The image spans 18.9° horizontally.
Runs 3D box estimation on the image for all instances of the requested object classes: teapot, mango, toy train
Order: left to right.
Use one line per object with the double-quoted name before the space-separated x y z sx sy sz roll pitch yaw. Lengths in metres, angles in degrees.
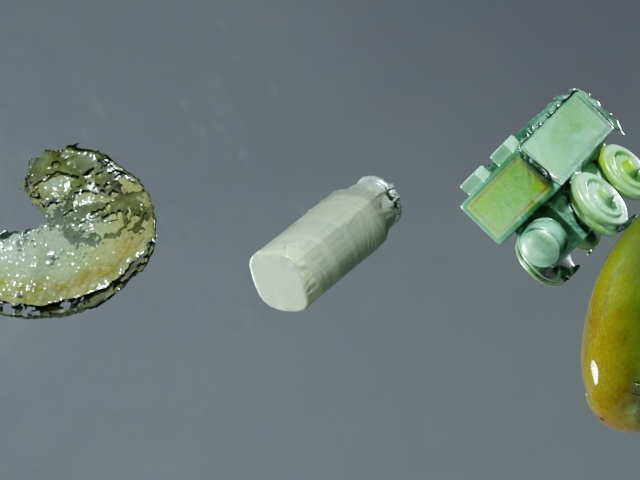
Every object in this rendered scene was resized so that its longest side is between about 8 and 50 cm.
"teapot" 0.000 0.000 2.180 0.107 0.077 0.200 2 29 41
"toy train" 0.310 -0.068 2.490 0.159 0.188 0.271 -47 -2 37
"mango" 0.289 0.067 1.679 0.111 0.233 0.125 8 30 -12

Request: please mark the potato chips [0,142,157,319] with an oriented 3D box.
"potato chips" -0.254 -0.009 1.878 0.202 0.029 0.220 -5 48 12
